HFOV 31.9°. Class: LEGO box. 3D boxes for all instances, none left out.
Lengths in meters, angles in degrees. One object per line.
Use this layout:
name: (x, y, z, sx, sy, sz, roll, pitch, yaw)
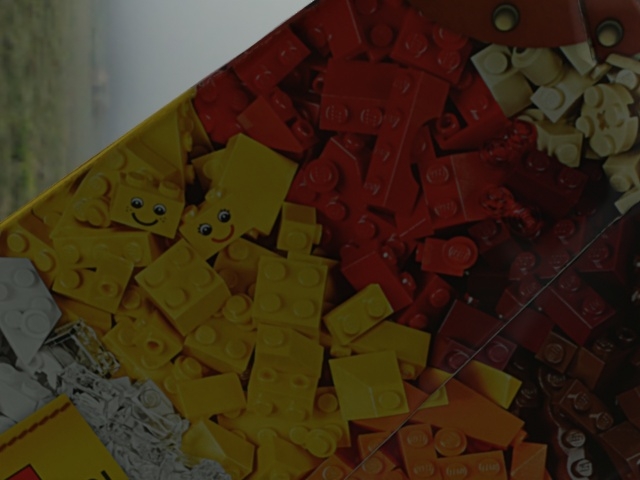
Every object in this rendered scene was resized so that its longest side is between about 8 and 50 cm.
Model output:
LEGO box: (0.000, 0.000, 0.602, 0.193, 0.372, 0.500, 55, 14, -7)
